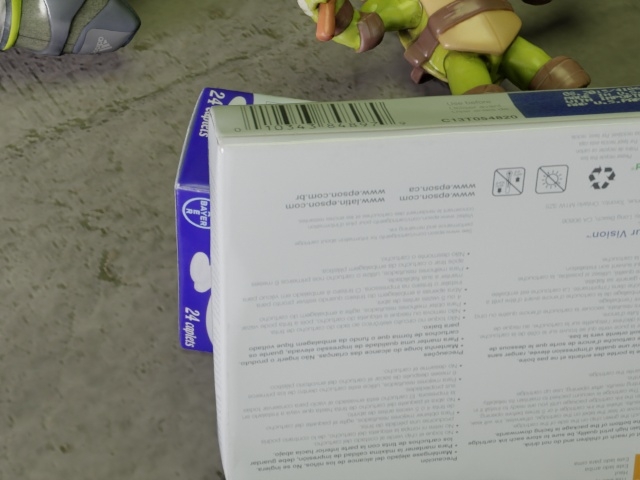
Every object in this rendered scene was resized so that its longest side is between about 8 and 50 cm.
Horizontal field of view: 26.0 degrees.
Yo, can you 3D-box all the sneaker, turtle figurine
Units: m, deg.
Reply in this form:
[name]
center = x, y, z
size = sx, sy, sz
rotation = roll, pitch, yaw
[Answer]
[sneaker]
center = -0.166, -0.232, 0.901
size = 0.121, 0.111, 0.300
rotation = 13, 59, -17
[turtle figurine]
center = 0.081, -0.118, 0.831
size = 0.270, 0.087, 0.217
rotation = -14, 60, -26

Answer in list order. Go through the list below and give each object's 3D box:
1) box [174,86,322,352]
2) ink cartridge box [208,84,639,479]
[box]
center = 0.000, 0.000, 0.700
size = 0.137, 0.126, 0.072
rotation = 7, 48, 2
[ink cartridge box]
center = 0.062, 0.042, 0.628
size = 0.223, 0.224, 0.045
rotation = -3, 28, -8
